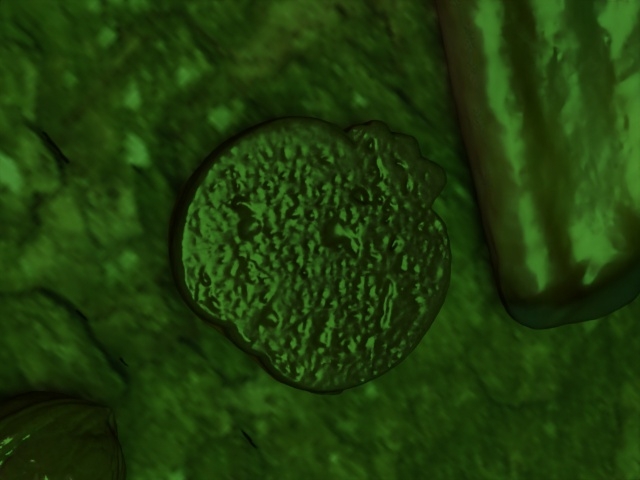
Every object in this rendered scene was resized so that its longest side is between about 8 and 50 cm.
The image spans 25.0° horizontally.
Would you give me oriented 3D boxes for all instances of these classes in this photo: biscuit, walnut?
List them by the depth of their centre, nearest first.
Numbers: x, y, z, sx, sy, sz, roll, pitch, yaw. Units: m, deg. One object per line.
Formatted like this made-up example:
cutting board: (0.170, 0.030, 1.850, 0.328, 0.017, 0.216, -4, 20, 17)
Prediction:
walnut: (-0.162, 0.139, 0.805, 0.124, 0.105, 0.105, -40, 107, -8)
biscuit: (-0.002, 0.000, 0.844, 0.170, 0.050, 0.170, -2, 95, -19)
biscuit: (0.189, -0.107, 0.862, 0.237, 0.062, 0.290, -18, 104, -10)
